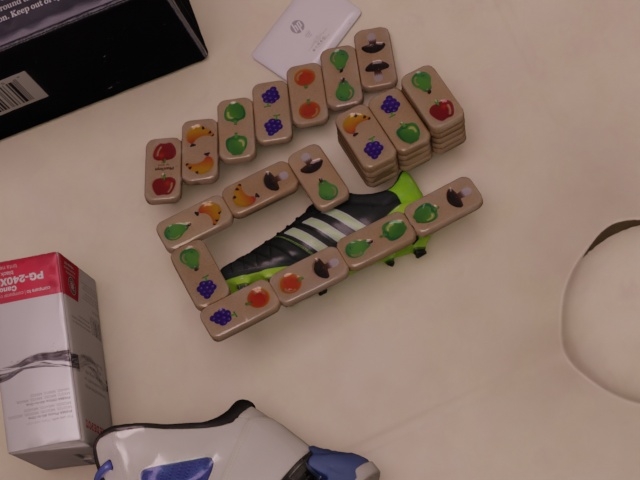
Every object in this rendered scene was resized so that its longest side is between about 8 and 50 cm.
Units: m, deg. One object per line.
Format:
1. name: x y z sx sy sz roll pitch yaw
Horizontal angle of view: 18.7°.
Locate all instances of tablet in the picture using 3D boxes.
1. tablet: -0.012 -0.169 1.585 0.054 0.006 0.083 36 84 15

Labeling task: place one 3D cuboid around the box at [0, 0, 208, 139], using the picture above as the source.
1. box: -0.309 -0.247 1.562 0.343 0.179 0.312 -21 75 3

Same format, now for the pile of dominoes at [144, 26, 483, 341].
1. pile of dominoes: -0.014 -0.059 1.501 0.251 0.040 0.196 -27 59 -8

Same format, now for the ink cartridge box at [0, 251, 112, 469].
1. ink cartridge box: -0.207 0.096 1.498 0.063 0.109 0.150 -10 75 6

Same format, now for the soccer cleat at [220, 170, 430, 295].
1. soccer cleat: 0.000 0.000 1.521 0.179 0.060 0.072 -18 60 1

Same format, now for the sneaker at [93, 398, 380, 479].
1. sneaker: -0.120 0.240 1.453 0.182 0.127 0.315 38 78 19
